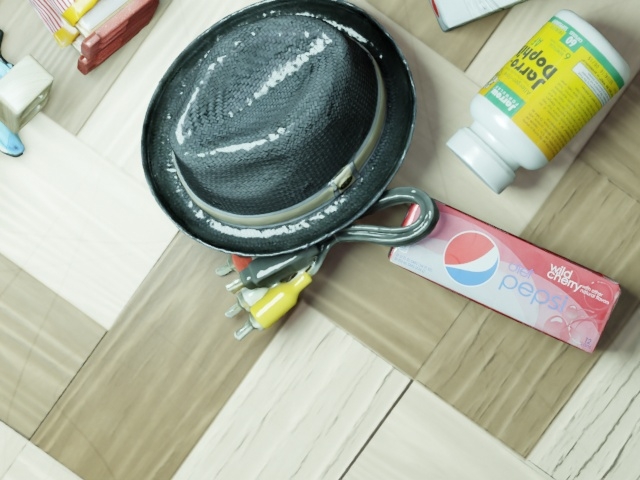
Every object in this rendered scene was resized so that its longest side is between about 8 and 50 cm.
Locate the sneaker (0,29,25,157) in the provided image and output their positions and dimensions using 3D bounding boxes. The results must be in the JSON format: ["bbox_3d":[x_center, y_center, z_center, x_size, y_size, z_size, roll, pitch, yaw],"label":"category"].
[{"bbox_3d":[-0.378,-0.177,1.937,0.073,0.063,0.162,-19,93,-2],"label":"sneaker"}]

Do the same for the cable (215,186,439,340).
[{"bbox_3d":[0.000,0.000,1.922,0.287,0.072,0.139,-25,60,9],"label":"cable"}]

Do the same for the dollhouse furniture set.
[{"bbox_3d":[-0.376,-0.225,1.842,0.374,0.152,0.201,-43,92,-15],"label":"dollhouse furniture set"}]

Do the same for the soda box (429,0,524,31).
[{"bbox_3d":[0.261,-0.335,1.905,0.286,0.098,0.091,-21,93,1],"label":"soda box"}]

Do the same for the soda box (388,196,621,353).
[{"bbox_3d":[0.214,0.037,1.931,0.263,0.083,0.092,24,93,0],"label":"soda box"}]

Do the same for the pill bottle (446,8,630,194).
[{"bbox_3d":[0.248,-0.157,1.903,0.117,0.117,0.208,44,93,-2],"label":"pill bottle"}]

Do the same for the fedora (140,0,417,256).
[{"bbox_3d":[-0.061,-0.150,1.853,0.334,0.152,0.334,-3,75,10],"label":"fedora"}]
